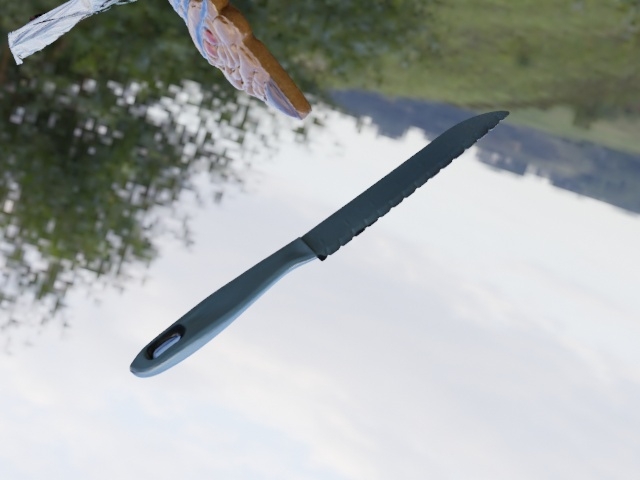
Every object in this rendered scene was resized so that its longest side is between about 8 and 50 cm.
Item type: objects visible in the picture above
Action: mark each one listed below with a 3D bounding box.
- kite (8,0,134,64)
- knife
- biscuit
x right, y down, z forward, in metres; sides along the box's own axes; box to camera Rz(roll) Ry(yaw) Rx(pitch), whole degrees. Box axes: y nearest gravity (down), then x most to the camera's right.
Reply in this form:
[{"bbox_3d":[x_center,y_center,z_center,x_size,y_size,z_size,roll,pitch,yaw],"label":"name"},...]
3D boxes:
[{"bbox_3d":[-0.233,-0.233,1.494,0.229,0.012,0.250,-26,-179,37],"label":"kite"},{"bbox_3d":[0.000,0.000,1.006,0.019,0.313,0.044,56,174,-31],"label":"knife"},{"bbox_3d":[-0.112,-0.239,1.809,0.280,0.043,0.183,49,169,17],"label":"biscuit"}]
